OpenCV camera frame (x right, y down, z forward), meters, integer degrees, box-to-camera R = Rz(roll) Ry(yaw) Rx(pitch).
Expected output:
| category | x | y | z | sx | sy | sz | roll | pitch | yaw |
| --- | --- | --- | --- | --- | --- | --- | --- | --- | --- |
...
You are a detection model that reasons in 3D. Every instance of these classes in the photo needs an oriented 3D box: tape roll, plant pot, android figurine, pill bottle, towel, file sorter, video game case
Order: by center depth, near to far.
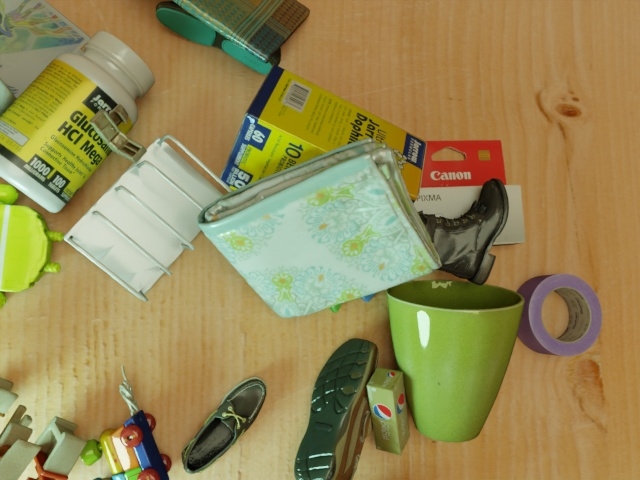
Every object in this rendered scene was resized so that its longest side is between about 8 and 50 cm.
| category | x | y | z | sx | sy | sz | roll | pitch | yaw |
| --- | --- | --- | --- | --- | --- | --- | --- | --- | --- |
| towel | 0.008 | -0.001 | 1.105 | 0.375 | 0.090 | 0.320 | -20 | 129 | 17 |
| android figurine | -0.642 | 0.011 | 1.132 | 0.273 | 0.056 | 0.248 | 4 | 87 | -13 |
| pill bottle | -0.481 | -0.235 | 1.138 | 0.188 | 0.188 | 0.334 | 37 | 77 | -6 |
| file sorter | -0.323 | -0.045 | 1.139 | 0.193 | 0.173 | 0.277 | 43 | 76 | -18 |
| video game case | -0.668 | -0.387 | 1.194 | 0.329 | 0.036 | 0.300 | 39 | 77 | -5 |
| plant pot | 0.272 | 0.253 | 1.223 | 0.275 | 0.275 | 0.293 | -1 | 98 | -12 |
| towel | -0.220 | -0.540 | 1.248 | 0.370 | 0.040 | 0.271 | 34 | 46 | -7 |
| tape roll | 0.548 | 0.173 | 1.367 | 0.189 | 0.080 | 0.189 | 2 | 82 | -11 |

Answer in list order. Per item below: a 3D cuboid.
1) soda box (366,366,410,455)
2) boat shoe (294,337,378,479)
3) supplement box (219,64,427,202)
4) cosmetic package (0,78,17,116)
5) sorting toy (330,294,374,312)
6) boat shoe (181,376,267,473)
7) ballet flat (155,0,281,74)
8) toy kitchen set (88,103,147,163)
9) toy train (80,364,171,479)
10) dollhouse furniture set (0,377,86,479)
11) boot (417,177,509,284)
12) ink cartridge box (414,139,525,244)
| category | x | y | z | sx | sy | sz | roll | pitch | yaw |
| --- | --- | --- | --- | --- | --- | --- | --- | --- | --- |
| soda box | 0.142 | 0.354 | 1.213 | 0.061 | 0.058 | 0.181 | -47 | 134 | -50 |
| boat shoe | 0.049 | 0.368 | 1.227 | 0.120 | 0.123 | 0.324 | 38 | 65 | -38 |
| supplement box | 0.008 | -0.160 | 1.196 | 0.357 | 0.194 | 0.195 | 25 | 45 | -8 |
| cosmetic package | -0.626 | -0.252 | 1.050 | 0.085 | 0.231 | 0.117 | 37 | 76 | -7 |
| sorting toy | 0.000 | 0.000 | 1.285 | 0.196 | 0.047 | 0.347 | -35 | 91 | -14 |
| boat shoe | -0.188 | 0.374 | 1.186 | 0.081 | 0.069 | 0.227 | 43 | 77 | -4 |
| ballet flat | -0.214 | -0.460 | 1.281 | 0.280 | 0.095 | 0.096 | 24 | 69 | -19 |
| toy kitchen set | -0.361 | -0.204 | 1.082 | 0.075 | 0.083 | 0.068 | 29 | 71 | 24 |
| toy train | -0.399 | 0.380 | 1.132 | 0.143 | 0.105 | 0.248 | -22 | 88 | -1 |
| dollhouse furniture set | -0.562 | 0.356 | 1.026 | 0.259 | 0.262 | 0.135 | 41 | 77 | -37 |
| boot | 0.270 | -0.036 | 1.264 | 0.229 | 0.091 | 0.262 | 16 | 80 | -8 |
| ink cartridge box | 0.316 | -0.113 | 1.360 | 0.296 | 0.066 | 0.261 | -3 | 85 | -13 |
